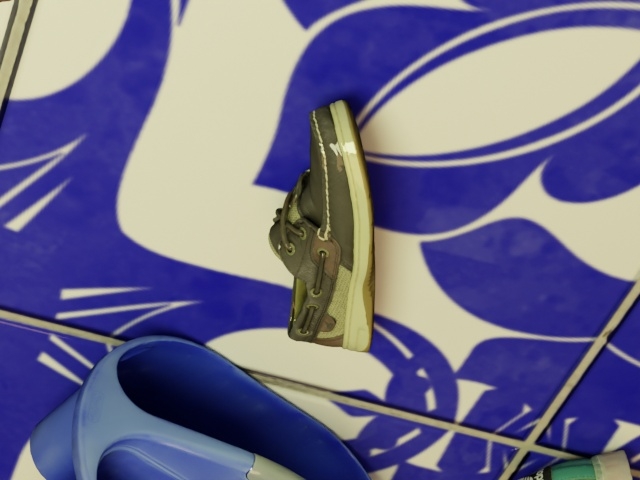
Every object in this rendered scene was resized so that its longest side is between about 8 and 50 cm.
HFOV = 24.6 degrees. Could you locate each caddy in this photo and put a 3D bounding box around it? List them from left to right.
[{"bbox_3d":[-0.074,0.223,1.129,0.179,0.241,0.341,-35,124,31],"label":"caddy"}]

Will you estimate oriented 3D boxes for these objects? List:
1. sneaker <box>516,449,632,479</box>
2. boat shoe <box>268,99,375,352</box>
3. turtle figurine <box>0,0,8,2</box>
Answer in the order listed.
[{"bbox_3d":[0.224,0.310,1.302,0.121,0.108,0.302,-7,122,6],"label":"sneaker"},{"bbox_3d":[0.000,0.000,1.042,0.073,0.080,0.223,-7,135,-2],"label":"boat shoe"},{"bbox_3d":[-0.155,-0.244,0.817,0.266,0.275,0.197,-20,108,-10],"label":"turtle figurine"}]
